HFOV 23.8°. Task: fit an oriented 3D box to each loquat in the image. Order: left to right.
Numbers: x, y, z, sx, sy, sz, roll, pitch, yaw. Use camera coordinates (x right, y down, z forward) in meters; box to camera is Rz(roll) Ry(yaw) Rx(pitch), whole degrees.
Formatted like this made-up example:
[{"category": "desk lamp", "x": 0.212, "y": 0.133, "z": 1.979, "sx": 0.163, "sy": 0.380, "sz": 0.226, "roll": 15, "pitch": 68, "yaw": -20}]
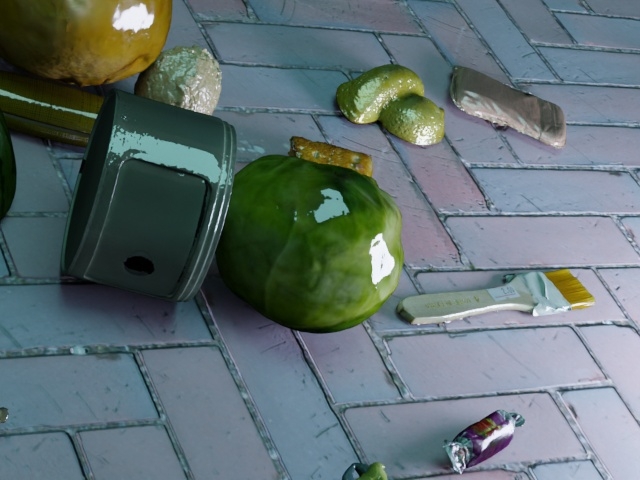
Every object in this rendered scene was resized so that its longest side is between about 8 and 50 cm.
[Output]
[{"category": "loquat", "x": -0.314, "y": -0.340, "z": 1.965, "sx": 0.276, "sy": 0.284, "sz": 0.276, "roll": 9, "pitch": -1, "yaw": 0}]

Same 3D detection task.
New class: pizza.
[{"category": "pizza", "x": 0.004, "y": -0.094, "z": 2.112, "sx": 0.131, "sy": 0.041, "sz": 0.178, "roll": 31, "pitch": 36, "yaw": 1}]

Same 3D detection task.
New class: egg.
[{"category": "egg", "x": -0.193, "y": -0.201, "z": 2.060, "sx": 0.118, "sy": 0.116, "sz": 0.140, "roll": 45, "pitch": 63, "yaw": -11}]

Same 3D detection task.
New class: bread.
[{"category": "bread", "x": 0.115, "y": -0.208, "z": 2.304, "sx": 0.187, "sy": 0.065, "sz": 0.149, "roll": -6, "pitch": 52, "yaw": -39}]

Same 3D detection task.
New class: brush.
[{"category": "brush", "x": 0.238, "y": 0.079, "z": 2.059, "sx": 0.336, "sy": 0.020, "sz": 0.085, "roll": -7, "pitch": 48, "yaw": -37}]

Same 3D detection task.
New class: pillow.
[{"category": "pillow", "x": 0.305, "y": -0.216, "z": 2.454, "sx": 0.211, "sy": 0.034, "sz": 0.135, "roll": 23, "pitch": 33, "yaw": -7}]

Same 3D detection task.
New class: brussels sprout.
[{"category": "brussels sprout", "x": 0.000, "y": 0.000, "z": 1.861, "sx": 0.219, "sy": 0.210, "sz": 0.271, "roll": 18, "pitch": 19, "yaw": 26}]

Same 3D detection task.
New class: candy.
[{"category": "candy", "x": 0.195, "y": 0.240, "z": 1.820, "sx": 0.045, "sy": 0.043, "sz": 0.175, "roll": 42, "pitch": 35, "yaw": 22}]

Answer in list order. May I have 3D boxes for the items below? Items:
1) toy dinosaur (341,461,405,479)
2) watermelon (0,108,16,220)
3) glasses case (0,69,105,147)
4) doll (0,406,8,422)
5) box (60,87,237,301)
[{"category": "toy dinosaur", "x": 0.039, "y": 0.340, "z": 1.567, "sx": 0.153, "sy": 0.094, "sz": 0.259, "roll": 35, "pitch": 45, "yaw": 12}, {"category": "watermelon", "x": -0.493, "y": -0.142, "z": 1.756, "sx": 0.330, "sy": 0.189, "sz": 0.331, "roll": 16, "pitch": 43, "yaw": -16}, {"category": "glasses case", "x": -0.350, "y": -0.169, "z": 1.969, "sx": 0.234, "sy": 0.064, "sz": 0.079, "roll": 14, "pitch": 31, "yaw": -15}, {"category": "doll", "x": -0.400, "y": 0.136, "z": 1.558, "sx": 0.202, "sy": 0.091, "sz": 0.286, "roll": 45, "pitch": 28, "yaw": 6}, {"category": "box", "x": -0.202, "y": -0.051, "z": 1.775, "sx": 0.149, "sy": 0.226, "sz": 0.226, "roll": 15, "pitch": 38, "yaw": -15}]
